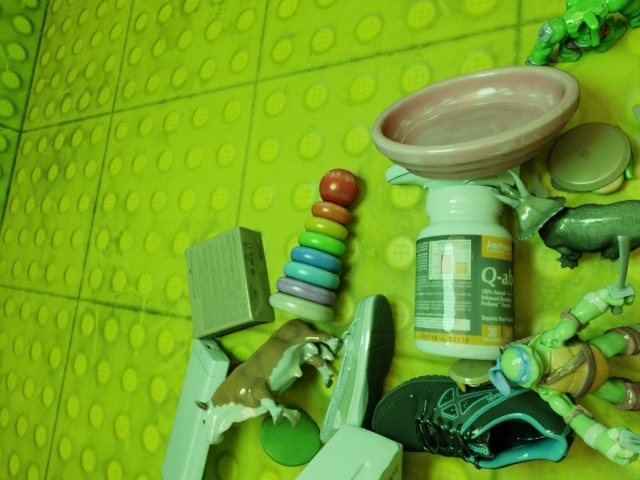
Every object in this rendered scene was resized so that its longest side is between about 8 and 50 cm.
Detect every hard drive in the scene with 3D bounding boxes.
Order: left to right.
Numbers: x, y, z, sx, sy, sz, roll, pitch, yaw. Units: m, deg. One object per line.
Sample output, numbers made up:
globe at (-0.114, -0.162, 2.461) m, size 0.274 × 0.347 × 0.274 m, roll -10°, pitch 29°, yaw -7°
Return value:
hard drive at (-0.297, 0.421, 0.999) m, size 0.233 × 0.047 × 0.353 m, roll 7°, pitch 83°, yaw 64°

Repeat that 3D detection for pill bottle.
pill bottle at (0.246, 0.056, 0.739) m, size 0.162 × 0.162 × 0.278 m, roll -2°, pitch 80°, yaw 31°

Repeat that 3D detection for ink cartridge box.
ink cartridge box at (-0.230, 0.107, 1.059) m, size 0.193 × 0.088 × 0.234 m, roll -21°, pitch 71°, yaw 28°
ink cartridge box at (0.040, 0.483, 0.698) m, size 0.117 × 0.201 × 0.278 m, roll 9°, pitch 109°, yaw 33°

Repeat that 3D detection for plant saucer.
plant saucer at (0.258, -0.202, 0.745) m, size 0.332 × 0.084 × 0.332 m, roll -15°, pitch 32°, yaw 10°

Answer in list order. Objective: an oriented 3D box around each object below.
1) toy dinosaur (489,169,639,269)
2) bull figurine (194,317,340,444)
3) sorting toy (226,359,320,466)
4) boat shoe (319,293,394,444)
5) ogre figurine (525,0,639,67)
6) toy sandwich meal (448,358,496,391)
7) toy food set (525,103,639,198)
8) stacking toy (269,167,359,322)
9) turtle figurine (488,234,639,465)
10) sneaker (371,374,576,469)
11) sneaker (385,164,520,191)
toy dinosaur at (0.426, -0.017, 0.645) m, size 0.314 × 0.160 × 0.121 m, roll 10°, pitch 86°, yaw 33°
bull figurine at (-0.098, 0.280, 0.856) m, size 0.188 × 0.101 × 0.310 m, roll 16°, pitch 49°, yaw 37°
sorting toy at (-0.094, 0.429, 0.919) m, size 0.365 × 0.127 × 0.126 m, roll 42°, pitch 126°, yaw 32°
boat shoe at (0.068, 0.258, 0.836) m, size 0.103 × 0.118 × 0.320 m, roll 10°, pitch 94°, yaw 33°
ogre figurine at (0.449, -0.359, 0.724) m, size 0.197 × 0.118 × 0.096 m, roll -2°, pitch 79°, yaw 30°
toy sandwich meal at (0.253, 0.222, 0.711) m, size 0.086 × 0.085 × 0.029 m, roll -8°, pitch 103°, yaw 30°
toy food set at (0.456, -0.136, 0.729) m, size 0.192 × 0.038 × 0.132 m, roll -20°, pitch 65°, yaw 37°
stacking toy at (0.000, 0.000, 0.924) m, size 0.141 × 0.141 × 0.330 m, roll 12°, pitch 82°, yaw 32°
turtle figurine at (0.393, 0.166, 0.546) m, size 0.274 × 0.266 × 0.197 m, roll -57°, pitch 35°, yaw 42°
sneaker at (0.228, 0.296, 0.701) m, size 0.341 × 0.140 × 0.125 m, roll -21°, pitch 90°, yaw 28°
sneaker at (0.243, -0.119, 0.818) m, size 0.258 × 0.094 × 0.091 m, roll -4°, pitch 93°, yaw 37°
